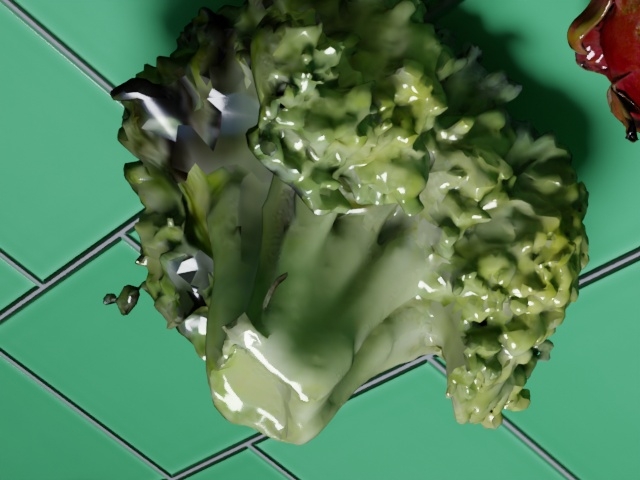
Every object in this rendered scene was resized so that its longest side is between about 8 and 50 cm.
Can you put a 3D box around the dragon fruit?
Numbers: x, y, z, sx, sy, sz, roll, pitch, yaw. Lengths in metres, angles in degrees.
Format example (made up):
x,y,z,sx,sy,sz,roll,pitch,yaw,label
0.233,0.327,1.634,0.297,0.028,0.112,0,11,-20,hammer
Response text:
x,y,z,sx,sy,sz,roll,pitch,yaw,label
0.227,-0.120,0.870,0.166,0.136,0.133,19,112,43,dragon fruit

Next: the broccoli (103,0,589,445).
x,y,z,sx,sy,sz,roll,pitch,yaw,label
0.002,0.009,0.969,0.293,0.281,0.348,-29,109,39,broccoli
